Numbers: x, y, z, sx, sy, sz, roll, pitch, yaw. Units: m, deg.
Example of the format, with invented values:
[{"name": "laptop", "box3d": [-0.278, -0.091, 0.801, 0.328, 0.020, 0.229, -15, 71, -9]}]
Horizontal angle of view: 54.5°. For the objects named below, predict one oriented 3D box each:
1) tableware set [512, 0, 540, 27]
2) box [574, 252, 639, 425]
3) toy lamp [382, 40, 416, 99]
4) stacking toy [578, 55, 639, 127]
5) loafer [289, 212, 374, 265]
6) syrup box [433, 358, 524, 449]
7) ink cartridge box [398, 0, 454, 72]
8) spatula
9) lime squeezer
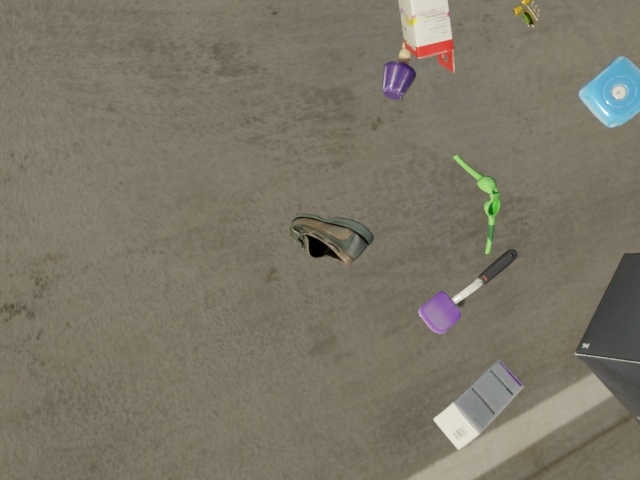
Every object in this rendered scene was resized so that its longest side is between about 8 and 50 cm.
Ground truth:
[{"name": "tableware set", "box3d": [0.494, -0.575, 1.523, 0.024, 0.154, 0.104, -33, 86, 14]}, {"name": "box", "box3d": [0.766, 0.227, 1.371, 0.294, 0.183, 0.296, 43, 68, -19]}, {"name": "toy lamp", "box3d": [0.206, -0.452, 1.424, 0.080, 0.080, 0.274, 28, 77, -29]}, {"name": "stacking toy", "box3d": [0.904, -0.443, 1.951, 0.175, 0.302, 0.165, -42, 85, 13]}, {"name": "loafer", "box3d": [0.000, 0.000, 1.287, 0.096, 0.268, 0.084, 40, 72, -27]}, {"name": "syrup box", "box3d": [0.393, 0.398, 1.528, 0.237, 0.096, 0.093, -24, 156, -42]}, {"name": "ink cartridge box", "box3d": [0.215, -0.464, 1.286, 0.078, 0.134, 0.231, -13, 116, 1]}, {"name": "spatula", "box3d": [0.367, 0.114, 1.500, 0.296, 0.030, 0.084, -36, 86, -10]}, {"name": "lime squeezer", "box3d": [0.474, -0.118, 1.813, 0.059, 0.110, 0.310, -13, 84, -49]}]
